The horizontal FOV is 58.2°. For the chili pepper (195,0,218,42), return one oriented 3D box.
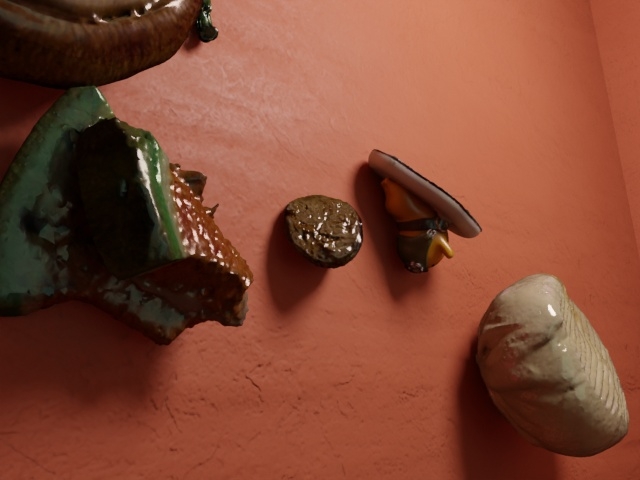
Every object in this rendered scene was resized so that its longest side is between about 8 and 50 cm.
[{"bbox_3d":[-0.162,-0.420,0.796,0.165,0.261,0.174,18,24,-11],"label":"chili pepper"}]

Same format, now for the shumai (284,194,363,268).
[{"bbox_3d":[0.004,-0.001,0.880,0.123,0.139,0.105,-6,114,-17],"label":"shumai"}]

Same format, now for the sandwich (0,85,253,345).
[{"bbox_3d":[-0.191,0.008,0.618,0.301,0.162,0.250,35,69,-30],"label":"sandwich"}]

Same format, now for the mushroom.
[{"bbox_3d":[-0.274,-0.324,0.586,0.345,0.259,0.346,6,81,-36],"label":"mushroom"}]

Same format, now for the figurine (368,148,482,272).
[{"bbox_3d":[0.155,-0.036,1.042,0.250,0.166,0.141,36,90,-1],"label":"figurine"}]

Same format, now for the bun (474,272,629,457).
[{"bbox_3d":[0.435,0.249,1.122,0.365,0.219,0.365,37,38,-37],"label":"bun"}]
